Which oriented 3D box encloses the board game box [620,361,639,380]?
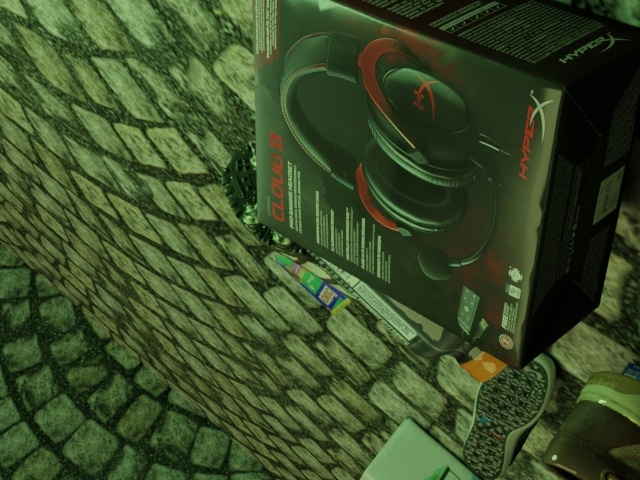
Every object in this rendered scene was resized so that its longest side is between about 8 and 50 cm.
[{"bbox_3d":[0.372,0.201,0.911,0.210,0.047,0.160,16,146,51],"label":"board game box"}]

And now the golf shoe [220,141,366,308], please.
[{"bbox_3d":[0.000,0.000,1.147,0.273,0.105,0.120,38,167,16],"label":"golf shoe"}]

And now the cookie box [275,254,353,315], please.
[{"bbox_3d":[0.001,0.038,1.306,0.107,0.040,0.092,42,160,1],"label":"cookie box"}]

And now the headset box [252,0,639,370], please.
[{"bbox_3d":[0.066,-0.077,0.745,0.293,0.110,0.218,30,134,34],"label":"headset box"}]

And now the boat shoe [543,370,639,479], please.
[{"bbox_3d":[0.324,0.267,0.879,0.342,0.123,0.123,46,160,-8],"label":"boat shoe"}]

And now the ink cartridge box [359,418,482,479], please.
[{"bbox_3d":[0.194,0.427,1.610,0.278,0.117,0.201,40,160,12],"label":"ink cartridge box"}]

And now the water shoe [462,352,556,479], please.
[{"bbox_3d":[0.212,0.179,1.149,0.073,0.080,0.203,34,133,17],"label":"water shoe"}]

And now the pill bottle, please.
[{"bbox_3d":[0.091,0.019,0.964,0.245,0.130,0.130,43,160,0],"label":"pill bottle"}]
